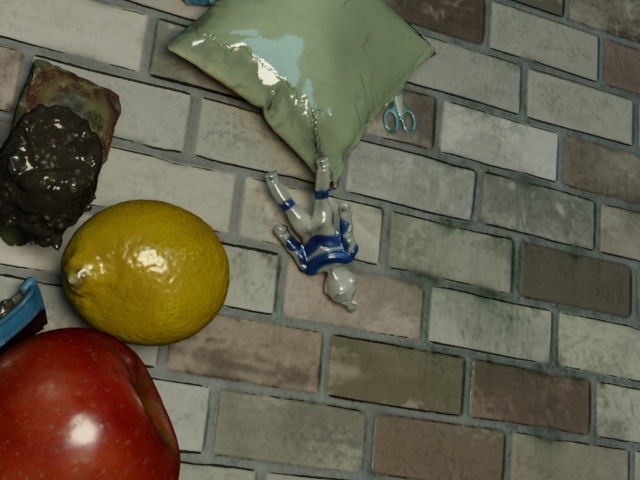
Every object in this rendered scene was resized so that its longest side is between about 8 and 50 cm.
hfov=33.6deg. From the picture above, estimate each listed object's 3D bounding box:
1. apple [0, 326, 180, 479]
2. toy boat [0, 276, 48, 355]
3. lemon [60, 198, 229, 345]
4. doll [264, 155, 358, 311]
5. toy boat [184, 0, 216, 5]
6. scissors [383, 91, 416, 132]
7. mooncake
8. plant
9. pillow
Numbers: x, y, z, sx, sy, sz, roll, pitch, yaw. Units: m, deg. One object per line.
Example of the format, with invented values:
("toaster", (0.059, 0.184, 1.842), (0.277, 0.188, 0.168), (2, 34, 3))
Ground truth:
("apple", (-0.283, 0.229, 1.197), (0.216, 0.260, 0.260), (-27, 90, -4))
("toy boat", (-0.423, 0.112, 1.243), (0.223, 0.100, 0.097), (-37, 107, -30))
("lemon", (-0.213, 0.040, 1.307), (0.244, 0.187, 0.187), (8, 74, -46))
("doll", (0.000, 0.000, 1.484), (0.114, 0.057, 0.227), (-17, 103, 11))
("toy boat", (-0.173, -0.405, 1.518), (0.105, 0.034, 0.149), (27, 68, -20))
("scissors", (0.116, -0.222, 1.626), (0.058, 0.014, 0.119), (-5, 84, -27))
("mooncake", (-0.325, -0.160, 1.368), (0.130, 0.073, 0.125), (20, 69, -22))
("plant", (-0.340, -0.068, 1.273), (0.142, 0.203, 0.131), (26, 59, -9))
("pillow", (-0.016, -0.278, 1.515), (0.312, 0.119, 0.310), (42, 68, -13))
